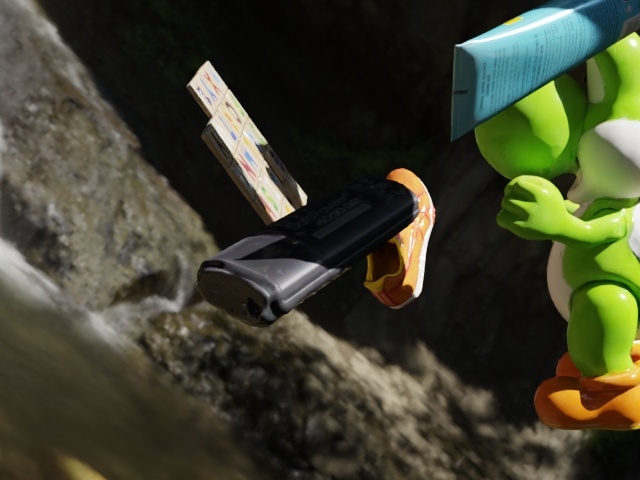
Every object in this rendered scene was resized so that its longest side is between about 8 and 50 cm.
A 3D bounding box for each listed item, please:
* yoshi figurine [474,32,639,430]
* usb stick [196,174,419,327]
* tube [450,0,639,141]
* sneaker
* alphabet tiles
[{"bbox_3d":[0.231,-0.016,0.958,0.203,0.362,0.203,-7,11,-24],"label":"yoshi figurine"},{"bbox_3d":[0.000,0.000,0.832,0.077,0.045,0.278,20,26,22],"label":"usb stick"},{"bbox_3d":[0.172,-0.147,0.740,0.052,0.207,0.080,35,-34,40],"label":"tube"},{"bbox_3d":[0.081,-0.013,1.081,0.067,0.064,0.175,42,40,-39],"label":"sneaker"},{"bbox_3d":[-0.075,-0.090,1.068,0.198,0.009,0.237,54,11,-15],"label":"alphabet tiles"}]
